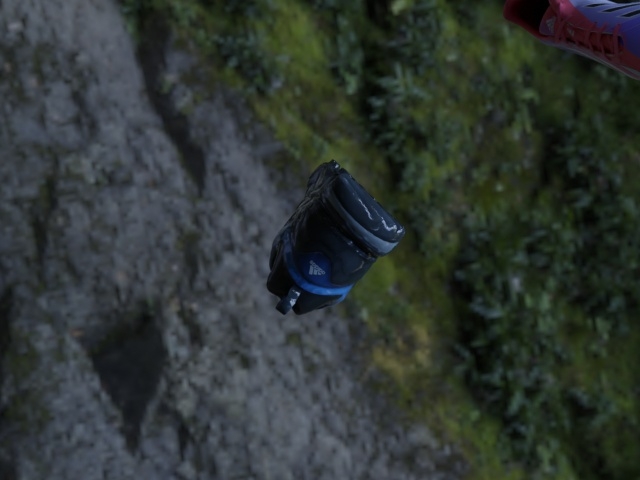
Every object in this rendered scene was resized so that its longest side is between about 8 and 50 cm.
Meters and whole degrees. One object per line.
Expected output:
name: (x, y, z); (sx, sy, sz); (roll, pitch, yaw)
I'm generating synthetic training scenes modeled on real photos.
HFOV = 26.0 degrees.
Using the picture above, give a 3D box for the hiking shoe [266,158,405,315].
hiking shoe: (0.000, 0.000, 1.343); (0.113, 0.132, 0.304); (45, 2, 3)

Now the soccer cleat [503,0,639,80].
soccer cleat: (0.283, -0.217, 1.434); (0.248, 0.095, 0.083); (-137, -132, -60)
